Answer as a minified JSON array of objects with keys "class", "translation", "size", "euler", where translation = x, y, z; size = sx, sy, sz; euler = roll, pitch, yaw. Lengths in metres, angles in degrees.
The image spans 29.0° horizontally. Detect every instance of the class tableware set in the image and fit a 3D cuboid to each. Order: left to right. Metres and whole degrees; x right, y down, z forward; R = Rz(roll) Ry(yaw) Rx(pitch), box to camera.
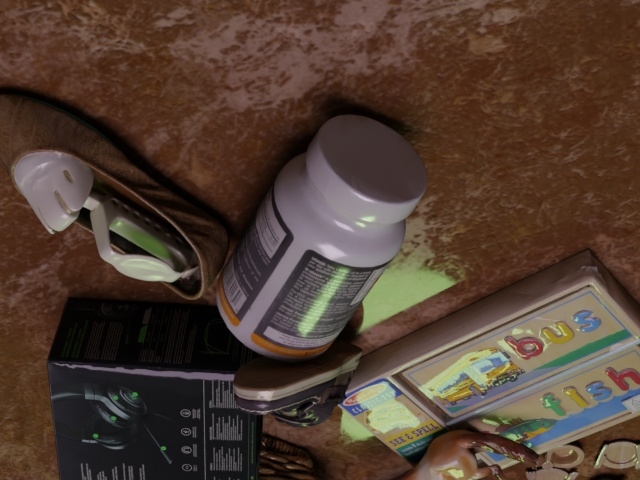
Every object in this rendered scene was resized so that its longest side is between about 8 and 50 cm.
[{"class":"tableware set","translation":[0.385,0.335,1.802],"size":[0.168,0.020,0.141],"euler":[4,135,0]}]

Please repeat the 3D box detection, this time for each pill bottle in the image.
[{"class":"pill bottle","translation":[0.000,0.000,1.400],"size":[0.162,0.162,0.278],"euler":[20,133,-15]}]

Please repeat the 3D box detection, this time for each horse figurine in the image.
[{"class":"horse figurine","translation":[0.184,0.327,1.699],"size":[0.174,0.066,0.263],"euler":[27,129,-18]}]

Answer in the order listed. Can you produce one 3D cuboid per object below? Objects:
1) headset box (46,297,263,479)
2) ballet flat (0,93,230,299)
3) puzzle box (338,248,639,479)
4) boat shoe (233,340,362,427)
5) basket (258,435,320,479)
[{"class":"headset box","translation":[-0.218,0.215,1.626],"size":[0.283,0.131,0.246],"euler":[2,126,1]},{"class":"ballet flat","translation":[-0.248,-0.036,1.409],"size":[0.342,0.124,0.116],"euler":[37,126,-28]},{"class":"puzzle box","translation":[0.252,0.187,1.643],"size":[0.408,0.052,0.272],"euler":[-29,125,29]},{"class":"boat shoe","translation":[-0.022,0.183,1.513],"size":[0.102,0.285,0.092],"euler":[5,96,19]},{"class":"basket","translation":[-0.124,0.410,1.861],"size":[0.213,0.223,0.299],"euler":[-8,144,-36]}]
